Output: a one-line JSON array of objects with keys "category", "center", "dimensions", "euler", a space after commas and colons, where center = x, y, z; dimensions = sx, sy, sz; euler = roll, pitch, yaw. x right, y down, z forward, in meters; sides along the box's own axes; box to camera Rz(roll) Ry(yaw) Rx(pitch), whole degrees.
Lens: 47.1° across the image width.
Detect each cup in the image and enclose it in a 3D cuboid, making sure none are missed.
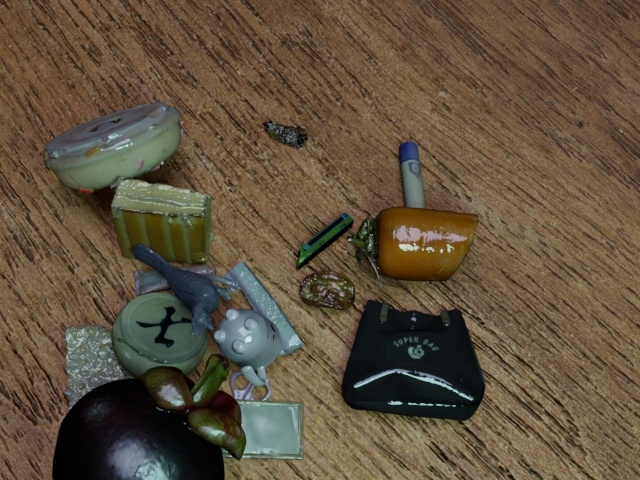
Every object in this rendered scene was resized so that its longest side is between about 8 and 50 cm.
[{"category": "cup", "center": [-0.185, 0.249, 1.752], "dimensions": [0.134, 0.142, 0.173], "euler": [7, 71, 20]}]

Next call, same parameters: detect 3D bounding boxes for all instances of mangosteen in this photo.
[{"category": "mangosteen", "center": [-0.335, 0.440, 1.525], "dimensions": [0.435, 0.382, 0.382], "euler": [-32, 68, -9]}]

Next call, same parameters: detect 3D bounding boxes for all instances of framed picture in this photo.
[{"category": "framed picture", "center": [-0.138, 0.444, 1.730], "dimensions": [0.201, 0.010, 0.136], "euler": [5, 61, -12]}]

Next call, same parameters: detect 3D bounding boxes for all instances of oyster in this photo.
[{"category": "oyster", "center": [-0.103, -0.313, 2.153], "dimensions": [0.132, 0.029, 0.086], "euler": [-1, 62, -6]}]

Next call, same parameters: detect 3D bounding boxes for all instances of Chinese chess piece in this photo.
[{"category": "Chinese chess piece", "center": [-0.384, 0.232, 1.758], "dimensions": [0.238, 0.092, 0.238], "euler": [16, 43, -16]}]

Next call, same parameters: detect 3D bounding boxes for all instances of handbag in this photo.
[{"category": "handbag", "center": [0.229, 0.278, 1.797], "dimensions": [0.342, 0.152, 0.288], "euler": [6, 49, -1]}]

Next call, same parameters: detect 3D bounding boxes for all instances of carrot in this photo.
[{"category": "carrot", "center": [0.227, 0.013, 1.907], "dimensions": [0.331, 0.214, 0.193], "euler": [7, 18, -3]}]

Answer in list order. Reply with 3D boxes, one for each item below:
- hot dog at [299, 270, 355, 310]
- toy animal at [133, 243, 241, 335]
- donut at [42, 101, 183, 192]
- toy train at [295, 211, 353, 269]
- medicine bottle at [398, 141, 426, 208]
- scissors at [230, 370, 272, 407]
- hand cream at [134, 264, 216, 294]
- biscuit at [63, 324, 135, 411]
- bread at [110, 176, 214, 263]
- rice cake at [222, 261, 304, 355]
[{"category": "hot dog", "center": [0.018, 0.131, 1.900], "dimensions": [0.147, 0.065, 0.099], "euler": [11, 71, 0]}, {"category": "toy animal", "center": [-0.300, 0.114, 1.800], "dimensions": [0.206, 0.081, 0.367], "euler": [3, 29, -39]}, {"category": "donut", "center": [-0.539, -0.245, 1.938], "dimensions": [0.382, 0.142, 0.382], "euler": [-15, 22, 6]}, {"category": "toy train", "center": [0.000, 0.000, 1.980], "dimensions": [0.209, 0.044, 0.042], "euler": [-38, 71, -22]}, {"category": "medicine bottle", "center": [0.260, -0.171, 2.084], "dimensions": [0.059, 0.059, 0.231], "euler": [-1, 62, -4]}, {"category": "scissors", "center": [-0.203, 0.407, 1.758], "dimensions": [0.110, 0.021, 0.212], "euler": [27, 62, 13]}, {"category": "hand cream", "center": [-0.377, 0.095, 1.908], "dimensions": [0.209, 0.043, 0.067], "euler": [-9, 66, -3]}, {"category": "biscuit", "center": [-0.511, 0.332, 1.744], "dimensions": [0.179, 0.084, 0.281], "euler": [-5, 64, -12]}, {"category": "bread", "center": [-0.394, -0.046, 1.864], "dimensions": [0.239, 0.246, 0.111], "euler": [6, 59, -1]}, {"category": "rice cake", "center": [-0.149, 0.173, 1.874], "dimensions": [0.081, 0.051, 0.290], "euler": [-36, 67, -10]}]
